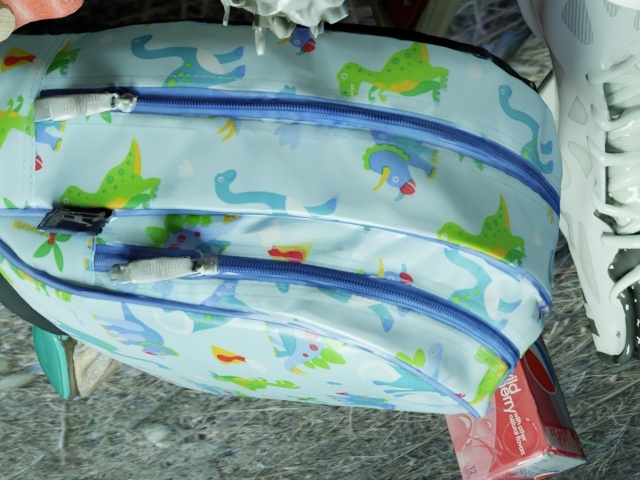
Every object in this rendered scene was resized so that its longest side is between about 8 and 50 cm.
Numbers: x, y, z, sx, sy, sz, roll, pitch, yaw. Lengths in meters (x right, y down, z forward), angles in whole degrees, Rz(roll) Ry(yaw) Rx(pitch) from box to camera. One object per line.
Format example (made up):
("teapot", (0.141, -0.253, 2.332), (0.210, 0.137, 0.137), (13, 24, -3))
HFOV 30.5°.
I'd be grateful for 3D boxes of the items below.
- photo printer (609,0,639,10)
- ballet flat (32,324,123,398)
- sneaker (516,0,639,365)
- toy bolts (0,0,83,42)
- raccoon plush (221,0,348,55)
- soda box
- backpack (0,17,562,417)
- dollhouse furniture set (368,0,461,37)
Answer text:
("photo printer", (0.252, -0.241, 0.530), (0.256, 0.107, 0.307), (4, 118, -37))
("ballet flat", (-0.201, 0.042, 1.014), (0.106, 0.107, 0.316), (-28, 165, -20))
("sneaker", (0.251, -0.066, 0.831), (0.169, 0.257, 0.447), (-16, 154, 2))
("toy bolts", (-0.211, -0.189, 0.534), (0.218, 0.158, 0.228), (-51, 149, -18))
("raccoon plush", (-0.142, -0.193, 0.275), (0.446, 0.299, 0.216), (-12, 161, -18))
("soda box", (0.153, 0.097, 1.099), (0.092, 0.263, 0.083), (-28, 150, 25))
("backpack", (-0.033, -0.016, 0.707), (0.356, 0.273, 0.290), (-9, 155, 12))
("dollhouse furniture set", (0.034, -0.167, 0.654), (0.129, 0.129, 0.183), (-6, 153, -18))
